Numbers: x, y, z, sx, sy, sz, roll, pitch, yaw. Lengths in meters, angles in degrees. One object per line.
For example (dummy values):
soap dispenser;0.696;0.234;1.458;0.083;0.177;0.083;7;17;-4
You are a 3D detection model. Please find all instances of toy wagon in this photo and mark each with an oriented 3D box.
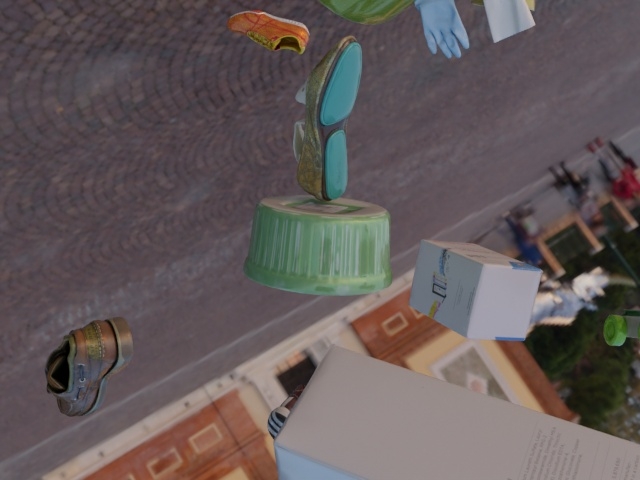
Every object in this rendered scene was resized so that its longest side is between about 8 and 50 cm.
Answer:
toy wagon;0.667;0.158;1.425;0.267;0.068;0.344;4;175;-8

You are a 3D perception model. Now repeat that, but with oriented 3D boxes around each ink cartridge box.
ink cartridge box;0.340;0.108;1.875;0.171;0.168;0.233;5;-168;-29

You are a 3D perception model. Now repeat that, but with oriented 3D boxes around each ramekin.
ramekin;0.000;0.000;1.674;0.303;0.148;0.303;4;-169;-1

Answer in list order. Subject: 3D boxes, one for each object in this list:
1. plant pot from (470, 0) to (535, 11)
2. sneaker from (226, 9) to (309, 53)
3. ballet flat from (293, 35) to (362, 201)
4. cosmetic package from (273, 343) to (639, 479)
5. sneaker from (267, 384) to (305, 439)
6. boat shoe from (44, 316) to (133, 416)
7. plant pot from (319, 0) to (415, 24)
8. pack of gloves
plant pot;0.389;-0.536;1.747;0.134;0.134;0.095;-17;119;-58
sneaker;-0.112;-0.433;1.738;0.064;0.175;0.067;93;10;-66
ballet flat;0.001;-0.240;1.637;0.123;0.123;0.348;-25;134;-37
cosmetic package;0.154;0.279;0.871;0.156;0.385;0.217;-53;153;-40
sneaker;0.049;0.369;1.589;0.106;0.281;0.162;-55;178;41
boat shoe;-0.416;0.217;1.412;0.104;0.110;0.307;-7;150;-35
plant pot;0.128;-0.455;1.033;0.275;0.274;0.293;-23;-176;-44
pack of gloves;0.259;-0.458;1.521;0.195;0.232;0.046;-22;-166;14
